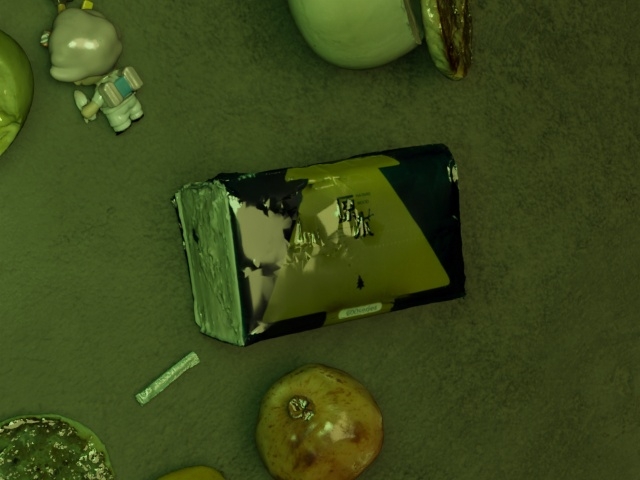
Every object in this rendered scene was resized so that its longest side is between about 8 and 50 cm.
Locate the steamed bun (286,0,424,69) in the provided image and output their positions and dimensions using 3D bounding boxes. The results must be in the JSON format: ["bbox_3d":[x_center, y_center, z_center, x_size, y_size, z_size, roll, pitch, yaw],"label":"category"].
[{"bbox_3d":[0.047,-0.430,1.616,0.206,0.324,0.324,-5,95,17],"label":"steamed bun"}]

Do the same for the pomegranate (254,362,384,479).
[{"bbox_3d":[-0.002,0.307,1.651,0.215,0.215,0.215,-1,92,-27],"label":"pomegranate"}]

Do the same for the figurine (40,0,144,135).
[{"bbox_3d":[-0.343,-0.268,1.527,0.137,0.112,0.229,-41,118,-25],"label":"figurine"}]

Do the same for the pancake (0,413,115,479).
[{"bbox_3d":[-0.434,0.379,1.536,0.254,0.037,0.253,-1,93,-27],"label":"pancake"}]

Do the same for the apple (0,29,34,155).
[{"bbox_3d":[-0.530,-0.205,1.353,0.279,0.279,0.279,-1,92,-27],"label":"apple"}]

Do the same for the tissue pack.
[{"bbox_3d":[0.000,0.000,1.625,0.417,0.253,0.264,-10,96,-25],"label":"tissue pack"}]

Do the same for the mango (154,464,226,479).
[{"bbox_3d":[-0.224,0.420,1.624,0.161,0.076,0.103,-12,103,-18],"label":"mango"}]

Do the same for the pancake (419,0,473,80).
[{"bbox_3d":[0.212,-0.445,1.721,0.356,0.065,0.356,-6,90,-71],"label":"pancake"}]

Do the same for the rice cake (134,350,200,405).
[{"bbox_3d":[-0.247,0.223,1.633,0.121,0.021,0.022,-38,97,-20],"label":"rice cake"}]
